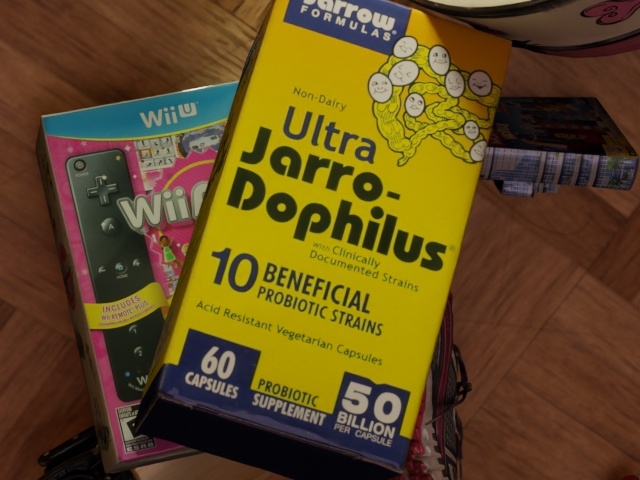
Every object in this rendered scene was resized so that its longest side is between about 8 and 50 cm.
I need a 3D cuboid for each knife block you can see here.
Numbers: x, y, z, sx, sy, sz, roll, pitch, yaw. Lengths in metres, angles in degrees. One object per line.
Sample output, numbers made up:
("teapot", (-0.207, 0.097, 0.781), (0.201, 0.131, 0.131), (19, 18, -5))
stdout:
("knife block", (-0.126, 0.204, 1.590), (0.275, 0.242, 0.088), (-11, 120, 25))

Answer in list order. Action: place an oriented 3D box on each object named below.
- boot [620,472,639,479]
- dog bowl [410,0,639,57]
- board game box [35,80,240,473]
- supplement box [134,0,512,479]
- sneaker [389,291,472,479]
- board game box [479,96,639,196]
("boot", (0.248, 0.344, 1.870), (0.176, 0.088, 0.244), (16, 109, -21))
("dog bowl", (0.224, -0.328, 1.435), (0.408, 0.408, 0.150), (-50, 135, 6))
("board game box", (-0.107, 0.027, 1.538), (0.224, 0.097, 0.303), (-12, 78, -13))
("supplement box", (0.000, 0.000, 1.413), (0.194, 0.195, 0.356), (17, 73, -7))
("sneaker", (0.101, 0.178, 1.742), (0.112, 0.121, 0.299), (-34, 131, -37))
("board game box", (0.176, -0.086, 1.637), (0.194, 0.194, 0.060), (3, 110, -4))
